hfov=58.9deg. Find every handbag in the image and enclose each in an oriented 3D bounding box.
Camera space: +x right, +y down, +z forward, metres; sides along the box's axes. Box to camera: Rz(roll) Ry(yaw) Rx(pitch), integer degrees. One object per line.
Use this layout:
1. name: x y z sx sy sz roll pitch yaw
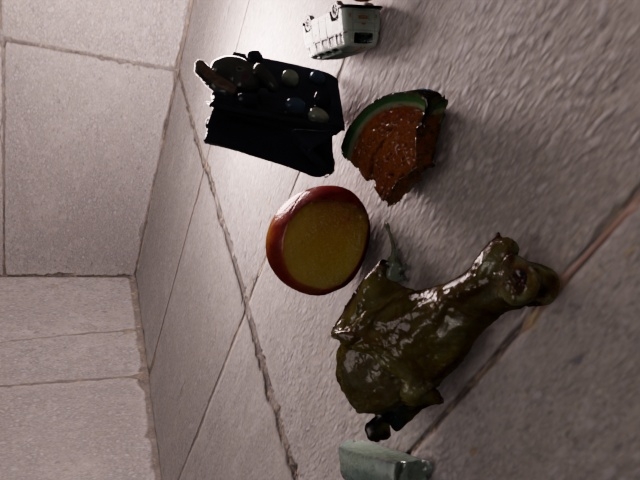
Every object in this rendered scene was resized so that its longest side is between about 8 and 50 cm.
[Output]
1. handbag: -0.093 -0.257 1.030 0.326 0.268 0.119 -94 20 -58

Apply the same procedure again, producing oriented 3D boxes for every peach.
1. peach: 0.000 0.000 1.001 0.192 0.190 0.190 -39 54 56

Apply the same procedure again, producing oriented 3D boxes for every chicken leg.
1. chicken leg: 0.139 0.103 0.784 0.212 0.140 0.361 51 125 24

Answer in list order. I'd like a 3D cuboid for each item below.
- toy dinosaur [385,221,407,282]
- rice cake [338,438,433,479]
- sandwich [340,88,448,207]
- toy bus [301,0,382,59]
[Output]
1. toy dinosaur: 0.120 0.057 0.922 0.058 0.037 0.181 112 163 -80
2. rice cake: 0.096 0.371 0.911 0.206 0.063 0.069 -15 77 62
3. sandwich: 0.128 -0.156 0.886 0.235 0.079 0.159 -51 55 55
4. toy bus: 0.034 -0.390 1.069 0.193 0.087 0.089 16 112 61
